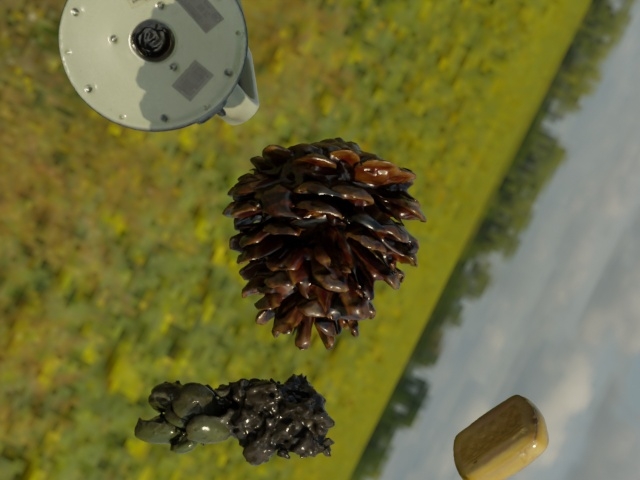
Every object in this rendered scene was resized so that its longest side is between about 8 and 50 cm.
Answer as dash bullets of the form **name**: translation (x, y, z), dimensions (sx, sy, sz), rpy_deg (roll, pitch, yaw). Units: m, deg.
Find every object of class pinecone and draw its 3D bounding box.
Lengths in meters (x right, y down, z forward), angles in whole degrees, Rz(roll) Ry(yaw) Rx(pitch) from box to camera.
- **pinecone**: translation (0.000, 0.000, 1.406), dimensions (0.173, 0.173, 0.173), rpy_deg (-63, 176, -8)

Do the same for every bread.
- **bread**: translation (0.203, 0.227, 2.009), dimensions (0.115, 0.056, 0.082), rpy_deg (-40, -141, 16)

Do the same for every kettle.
- **kettle**: translation (-0.124, -0.197, 1.638), dimensions (0.160, 0.210, 0.243), rpy_deg (-38, -161, 15)

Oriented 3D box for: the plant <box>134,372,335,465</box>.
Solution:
- **plant**: translation (-0.073, 0.150, 1.555), dimensions (0.087, 0.174, 0.085), rpy_deg (77, 16, -64)
